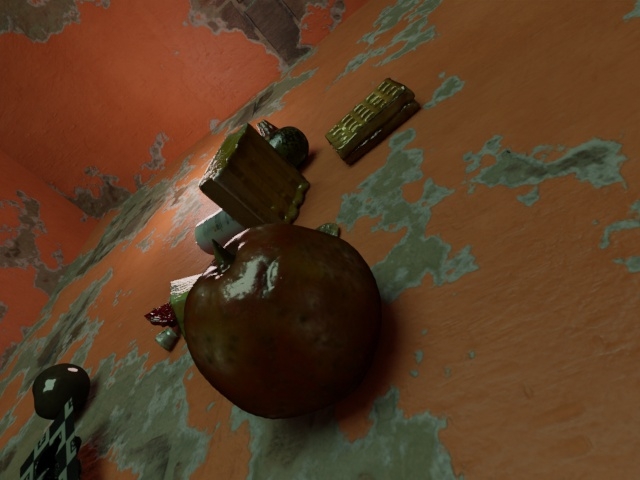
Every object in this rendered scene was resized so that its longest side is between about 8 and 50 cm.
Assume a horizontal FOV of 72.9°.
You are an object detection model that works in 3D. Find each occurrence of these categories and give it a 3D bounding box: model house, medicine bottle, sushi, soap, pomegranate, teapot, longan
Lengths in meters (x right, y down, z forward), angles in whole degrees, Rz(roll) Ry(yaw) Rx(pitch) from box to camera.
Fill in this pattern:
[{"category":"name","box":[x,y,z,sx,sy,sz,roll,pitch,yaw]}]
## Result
[{"category":"model house","box":[-0.366,0.199,1.423,0.212,0.170,0.194,-19,20,-12]},{"category":"medicine bottle","box":[-0.343,-0.054,1.654,0.254,0.152,0.152,-25,35,29]},{"category":"sushi","box":[-0.757,0.710,1.282,0.296,0.100,0.373,-53,41,2]},{"category":"soap","box":[-0.220,-0.194,1.515,0.156,0.335,0.293,-15,45,41]},{"category":"pomegranate","box":[-0.168,-0.396,1.780,0.214,0.247,0.214,-40,-1,-1]},{"category":"teapot","box":[-0.528,0.332,1.487,0.083,0.064,0.064,22,61,44]},{"category":"longan","box":[-0.962,0.557,1.612,0.212,0.198,0.198,23,70,47]}]

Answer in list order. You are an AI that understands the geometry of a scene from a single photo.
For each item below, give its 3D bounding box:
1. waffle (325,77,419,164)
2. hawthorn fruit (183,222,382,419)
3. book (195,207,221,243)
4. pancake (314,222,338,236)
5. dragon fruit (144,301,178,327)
[{"category":"waffle","box":[0.176,-0.428,1.554,0.328,0.098,0.224,-41,29,10]},{"category":"hawthorn fruit","box":[-0.084,0.132,0.888,0.403,0.403,0.402,-30,33,22]},{"category":"book","box":[-0.452,-0.076,1.936,0.161,0.026,0.230,-7,47,46]},{"category":"pancake","box":[0.000,0.000,1.303,0.140,0.022,0.139,-31,33,23]},{"category":"dragon fruit","box":[-0.523,0.275,1.533,0.162,0.083,0.106,-25,38,-37]}]
